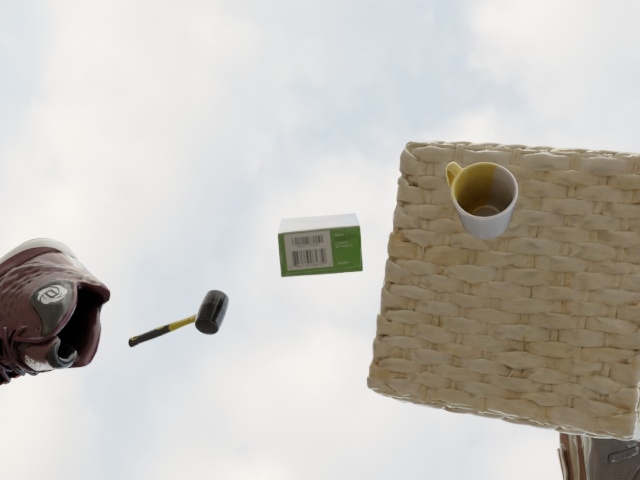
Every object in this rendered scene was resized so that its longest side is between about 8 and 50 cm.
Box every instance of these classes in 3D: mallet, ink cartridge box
[{"bbox_3d":[-0.208,0.117,1.445,0.190,0.062,0.039,-16,-53,39],"label":"mallet"},{"bbox_3d":[0.000,0.000,1.369,0.109,0.209,0.062,-5,-82,1],"label":"ink cartridge box"}]

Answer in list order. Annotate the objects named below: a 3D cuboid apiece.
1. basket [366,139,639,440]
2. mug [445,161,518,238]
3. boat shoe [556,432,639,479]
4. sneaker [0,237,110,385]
[{"bbox_3d":[0.263,0.062,1.182,0.331,0.266,0.328,7,-93,25],"label":"basket"},{"bbox_3d":[0.159,-0.039,0.963,0.062,0.064,0.078,-10,-119,6],"label":"mug"},{"bbox_3d":[0.390,0.313,1.374,0.116,0.123,0.324,-150,-124,-70],"label":"boat shoe"},{"bbox_3d":[-0.322,0.112,0.960,0.163,0.281,0.106,23,-32,43],"label":"sneaker"}]
